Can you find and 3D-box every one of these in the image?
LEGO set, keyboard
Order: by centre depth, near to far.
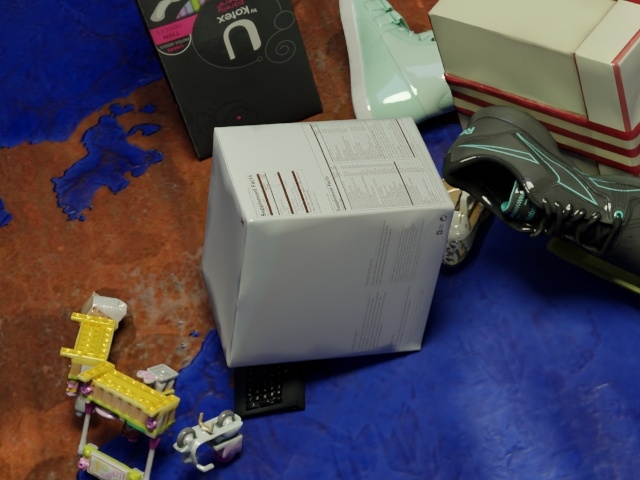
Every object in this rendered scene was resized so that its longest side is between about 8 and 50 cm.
[{"bbox_3d":[-0.207,0.163,1.609,0.132,0.107,0.287,-5,28,-38],"label":"LEGO set"},{"bbox_3d":[-0.044,0.093,1.639,0.100,0.038,0.192,-11,47,8],"label":"keyboard"}]

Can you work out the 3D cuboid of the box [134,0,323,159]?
[{"bbox_3d":[-0.118,-0.255,1.824,0.165,0.270,0.143,-22,45,-3],"label":"box"}]

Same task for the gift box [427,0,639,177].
[{"bbox_3d":[0.299,-0.206,1.592,0.258,0.255,0.276,24,65,36],"label":"gift box"}]

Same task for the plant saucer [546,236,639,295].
[{"bbox_3d":[0.357,-0.004,1.593,0.188,0.045,0.188,28,61,35],"label":"plant saucer"}]

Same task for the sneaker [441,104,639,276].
[{"bbox_3d":[0.235,-0.026,1.512,0.267,0.101,0.106,31,40,18],"label":"sneaker"}]

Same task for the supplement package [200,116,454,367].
[{"bbox_3d":[0.000,0.000,1.560,0.203,0.194,0.149,-4,42,-16],"label":"supplement package"}]

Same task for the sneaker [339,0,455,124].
[{"bbox_3d":[0.108,-0.234,1.854,0.151,0.094,0.256,-15,55,12],"label":"sneaker"}]

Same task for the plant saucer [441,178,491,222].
[{"bbox_3d":[0.149,-0.036,1.712,0.083,0.015,0.083,-9,47,9],"label":"plant saucer"}]

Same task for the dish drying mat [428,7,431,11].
[{"bbox_3d":[0.173,-0.297,1.954,0.083,0.008,0.032,-36,48,-17],"label":"dish drying mat"}]

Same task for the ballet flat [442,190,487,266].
[{"bbox_3d":[0.149,-0.025,1.662,0.041,0.041,0.114,11,53,26],"label":"ballet flat"}]
